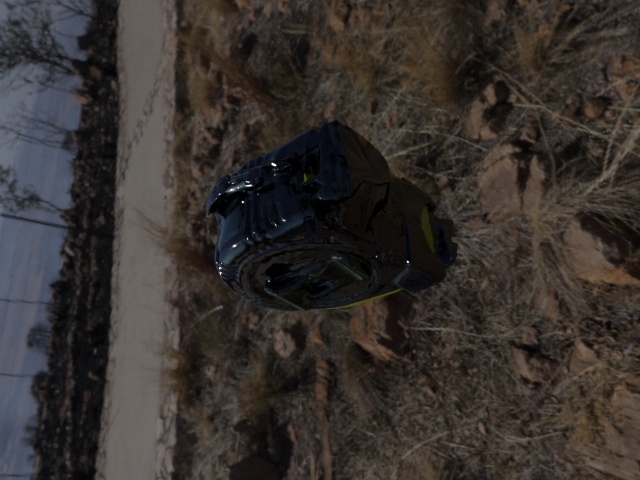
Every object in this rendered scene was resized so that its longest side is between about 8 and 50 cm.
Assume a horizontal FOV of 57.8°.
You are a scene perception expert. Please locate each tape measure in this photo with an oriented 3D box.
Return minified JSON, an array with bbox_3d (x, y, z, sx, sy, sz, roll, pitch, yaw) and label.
[{"bbox_3d":[0.000,0.000,0.517,0.186,0.199,0.112,-22,52,34],"label":"tape measure"}]
